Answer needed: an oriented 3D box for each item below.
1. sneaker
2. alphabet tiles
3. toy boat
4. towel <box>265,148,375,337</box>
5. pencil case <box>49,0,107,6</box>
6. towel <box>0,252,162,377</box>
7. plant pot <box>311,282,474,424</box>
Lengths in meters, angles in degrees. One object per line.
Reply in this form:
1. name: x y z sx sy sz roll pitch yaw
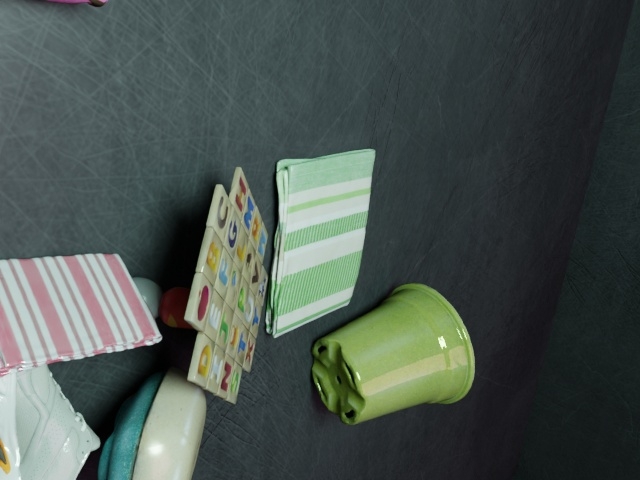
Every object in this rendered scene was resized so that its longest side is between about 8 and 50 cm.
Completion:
1. sneaker: -0.330 0.215 0.687 0.121 0.099 0.262 1 91 -31
2. alphabet tiles: -0.121 0.075 0.812 0.342 0.011 0.285 78 20 -67
3. toy boat: -0.233 0.213 0.796 0.267 0.148 0.318 -143 -117 -84
4. towel: 0.000 0.000 1.058 0.248 0.038 0.324 -16 119 -45
5. pencil case: -0.297 -0.260 0.522 0.209 0.098 0.095 -20 129 -42
6. towel: -0.302 0.079 0.675 0.197 0.144 0.029 -4 142 -48
7. plant pot: 0.130 0.253 1.189 0.254 0.276 0.276 -16 121 -31
